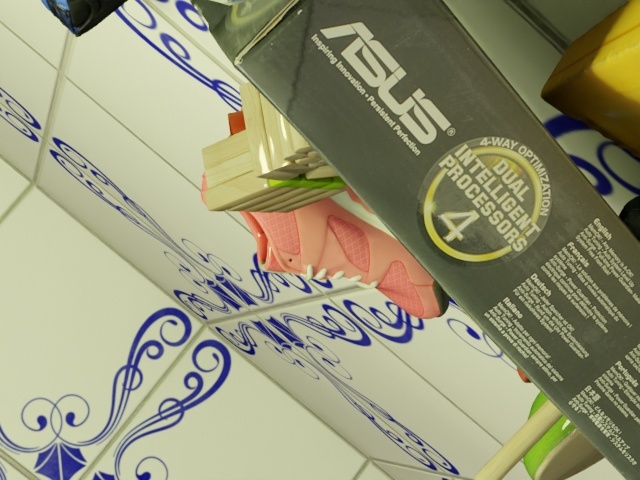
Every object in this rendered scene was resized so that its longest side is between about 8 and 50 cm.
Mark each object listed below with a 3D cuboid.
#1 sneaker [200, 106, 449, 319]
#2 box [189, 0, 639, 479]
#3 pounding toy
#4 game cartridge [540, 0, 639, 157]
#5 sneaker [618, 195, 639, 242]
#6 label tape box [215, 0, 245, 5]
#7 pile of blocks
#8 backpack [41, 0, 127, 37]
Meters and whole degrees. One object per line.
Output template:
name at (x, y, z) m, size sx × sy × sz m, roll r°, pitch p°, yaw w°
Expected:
sneaker at (0.000, 0.000, 1.265) m, size 0.314 × 0.136 × 0.116 m, roll 42°, pitch 166°, yaw -15°
box at (0.081, -0.032, 0.696) m, size 0.395 × 0.097 × 0.318 m, roll 45°, pitch -172°, yaw -24°
pounding toy at (0.211, 0.108, 0.982) m, size 0.237 × 0.183 × 0.110 m, roll 12°, pitch -142°, yaw -57°
game cartridge at (0.263, -0.007, 0.530) m, size 0.324 × 0.052 × 0.285 m, roll 30°, pitch -177°, yaw 1°
sneaker at (0.281, 0.044, 0.865) m, size 0.106 × 0.078 × 0.234 m, roll 27°, pitch 159°, yaw 50°
label tape box at (-0.051, -0.208, 0.534) m, size 0.334 × 0.240 × 0.106 m, roll 23°, pitch 131°, yaw 46°
pile of blocks at (0.004, -0.120, 1.017) m, size 0.362 × 0.149 × 0.112 m, roll 148°, pitch 114°, yaw -65°
backpack at (-0.227, -0.261, 1.097) m, size 0.101 × 0.098 × 0.120 m, roll 41°, pitch 166°, yaw 4°
